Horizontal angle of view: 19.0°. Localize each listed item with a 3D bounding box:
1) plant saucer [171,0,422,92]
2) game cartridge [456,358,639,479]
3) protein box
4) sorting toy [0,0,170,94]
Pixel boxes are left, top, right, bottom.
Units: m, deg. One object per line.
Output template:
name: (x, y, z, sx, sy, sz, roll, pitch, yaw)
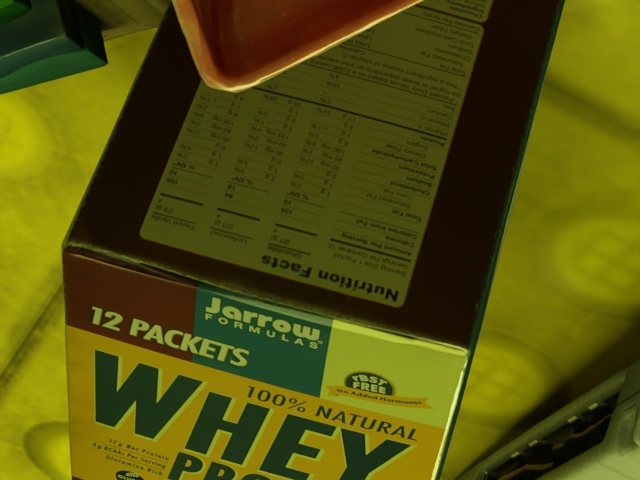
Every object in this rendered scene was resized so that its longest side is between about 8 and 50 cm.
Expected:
plant saucer: (0.045, -0.193, 0.483, 0.259, 0.047, 0.258, -28, 137, -9)
game cartridge: (0.187, 0.144, 0.918, 0.196, 0.060, 0.294, 29, 155, -6)
protein box: (0.000, 0.000, 0.728, 0.136, 0.201, 0.200, 15, 144, 5)
sorting toy: (-0.178, -0.079, 0.662, 0.229, 0.041, 0.307, -10, 173, 8)
